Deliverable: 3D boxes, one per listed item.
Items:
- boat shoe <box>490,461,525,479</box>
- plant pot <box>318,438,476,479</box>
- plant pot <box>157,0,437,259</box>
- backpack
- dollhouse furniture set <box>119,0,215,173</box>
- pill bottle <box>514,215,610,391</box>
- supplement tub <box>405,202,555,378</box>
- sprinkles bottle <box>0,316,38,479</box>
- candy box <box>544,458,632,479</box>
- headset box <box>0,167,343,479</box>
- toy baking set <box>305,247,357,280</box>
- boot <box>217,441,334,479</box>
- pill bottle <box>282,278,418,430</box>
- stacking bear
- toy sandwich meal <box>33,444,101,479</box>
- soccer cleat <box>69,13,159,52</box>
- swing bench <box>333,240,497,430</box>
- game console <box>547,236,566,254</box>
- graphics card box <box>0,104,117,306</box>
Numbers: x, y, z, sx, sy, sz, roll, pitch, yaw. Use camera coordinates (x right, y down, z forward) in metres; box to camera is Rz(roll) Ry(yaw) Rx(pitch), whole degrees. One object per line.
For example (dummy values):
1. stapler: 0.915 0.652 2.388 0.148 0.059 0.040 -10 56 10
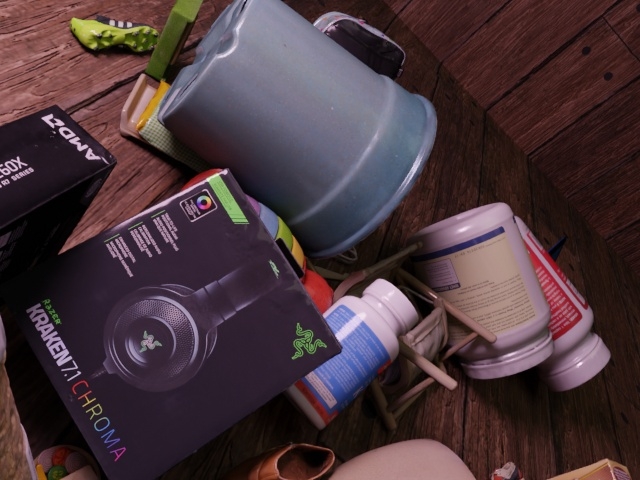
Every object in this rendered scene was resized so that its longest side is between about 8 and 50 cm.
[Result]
1. boat shoe: 0.348 0.458 1.093 0.137 0.049 0.043 8 49 -50
2. plant pot: 0.050 0.378 0.647 0.191 0.284 0.284 5 51 -21
3. plant pot: -0.052 -0.196 0.920 0.334 0.341 0.341 35 36 -27
4. backpack: 0.068 -0.483 1.534 0.254 0.225 0.191 17 23 -34
5. dollhouse furniture set: -0.217 -0.282 1.033 0.198 0.151 0.301 26 40 -21
6. pill bottle: 0.517 0.159 1.424 0.407 0.229 0.229 53 33 4
7. supplement tub: 0.345 0.105 1.226 0.235 0.236 0.324 -25 94 -56
8. sprinkles bottle: -0.250 0.183 0.382 0.122 0.355 0.121 3 29 -2
9. candy box: 0.519 0.589 1.043 0.088 0.183 0.316 30 38 -30
10. headset box: -0.150 0.092 0.644 0.283 0.131 0.246 -30 86 -19
11. toy baking set: -0.004 0.001 1.138 0.256 0.030 0.197 56 33 8
12. boot: -0.034 0.285 0.710 0.197 0.152 0.072 -6 62 -52
13. pill bottle: 0.038 0.161 0.848 0.221 0.124 0.124 -40 91 -15
14. stacking bear: -0.095 0.043 0.878 0.289 0.164 0.175 43 56 -29
15. toy sandwich meal: -0.260 0.250 0.589 0.086 0.029 0.085 31 38 -28
16. soccer cleat: -0.376 -0.388 1.058 0.072 0.060 0.179 43 32 12
17. swing bench: 0.156 0.160 1.060 0.254 0.165 0.253 52 33 13
18. game console: 0.713 0.156 1.712 0.293 0.173 0.250 -18 72 -55
19. graphics card box: -0.361 0.036 0.493 0.094 0.233 0.371 43 34 -5
